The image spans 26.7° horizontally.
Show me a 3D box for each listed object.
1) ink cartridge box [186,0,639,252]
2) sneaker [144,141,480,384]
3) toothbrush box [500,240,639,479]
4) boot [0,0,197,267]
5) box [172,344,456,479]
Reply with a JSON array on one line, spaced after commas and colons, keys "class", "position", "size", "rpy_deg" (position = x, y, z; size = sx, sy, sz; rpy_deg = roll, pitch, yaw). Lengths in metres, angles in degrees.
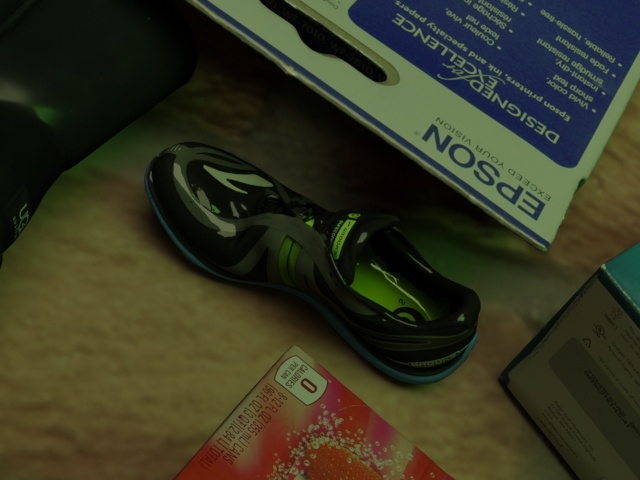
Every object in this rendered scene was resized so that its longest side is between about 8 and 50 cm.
[{"class": "ink cartridge box", "position": [0.038, -0.148, 0.769], "size": [0.303, 0.072, 0.307], "rpy_deg": [35, 46, 2]}, {"class": "sneaker", "position": [0.000, 0.000, 0.681], "size": [0.188, 0.078, 0.067], "rpy_deg": [31, 54, 2]}, {"class": "toothbrush box", "position": [0.282, 0.065, 0.714], "size": [0.295, 0.126, 0.216], "rpy_deg": [-26, 71, -32]}, {"class": "boot", "position": [-0.207, -0.095, 0.659], "size": [0.246, 0.094, 0.207], "rpy_deg": [28, 48, 7]}, {"class": "box", "position": [-0.050, 0.183, 0.521], "size": [0.128, 0.122, 0.257], "rpy_deg": [40, 55, 6]}]
